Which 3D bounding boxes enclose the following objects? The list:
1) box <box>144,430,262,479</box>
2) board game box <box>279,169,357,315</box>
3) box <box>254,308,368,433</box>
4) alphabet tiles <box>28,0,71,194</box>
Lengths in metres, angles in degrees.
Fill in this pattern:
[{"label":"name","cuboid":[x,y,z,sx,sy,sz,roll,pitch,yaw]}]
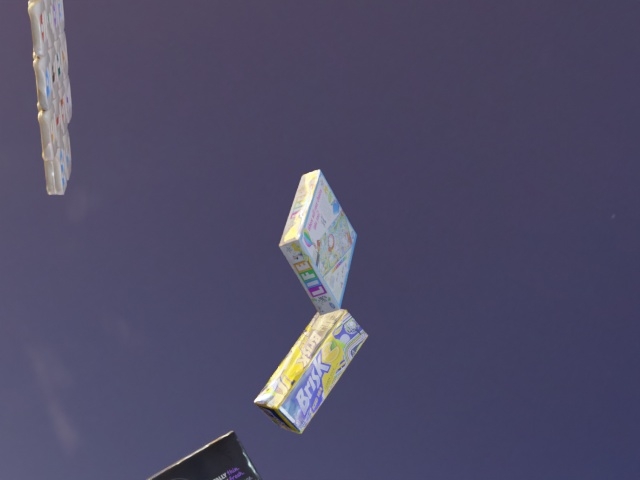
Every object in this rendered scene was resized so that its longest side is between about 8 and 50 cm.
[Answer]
[{"label":"box","cuboid":[-0.136,0.433,1.527,0.270,0.165,0.143,60,-18,7]},{"label":"board game box","cuboid":[0.000,0.000,1.243,0.026,0.154,0.103,-19,-62,21]},{"label":"box","cuboid":[-0.012,0.171,1.430,0.054,0.169,0.059,6,-38,51]},{"label":"alphabet tiles","cuboid":[-0.317,-0.203,1.250,0.021,0.278,0.284,-3,-71,-8]}]
